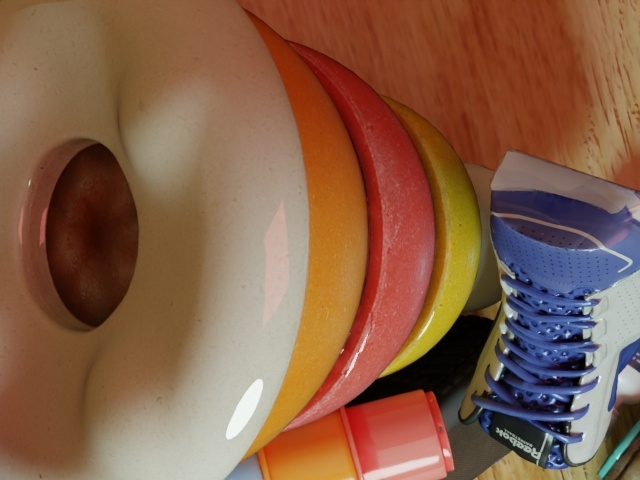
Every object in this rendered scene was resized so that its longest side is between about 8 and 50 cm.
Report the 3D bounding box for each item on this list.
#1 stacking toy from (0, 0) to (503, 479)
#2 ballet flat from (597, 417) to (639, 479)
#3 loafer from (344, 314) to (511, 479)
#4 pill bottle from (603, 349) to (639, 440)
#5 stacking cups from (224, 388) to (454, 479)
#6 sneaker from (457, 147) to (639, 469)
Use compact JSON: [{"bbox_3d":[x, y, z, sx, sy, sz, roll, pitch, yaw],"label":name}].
[{"bbox_3d":[0.000,0.000,1.065,0.480,0.350,0.351,1,97,-46],"label":"stacking toy"},{"bbox_3d":[0.368,0.124,1.330,0.124,0.116,0.342,36,54,11],"label":"ballet flat"},{"bbox_3d":[0.033,0.209,1.177,0.366,0.134,0.130,-37,117,-22],"label":"loafer"},{"bbox_3d":[0.252,0.080,1.309,0.094,0.094,0.169,36,79,-29],"label":"pill bottle"},{"bbox_3d":[-0.069,0.166,1.069,0.316,0.096,0.096,-17,107,-4],"label":"stacking cups"},{"bbox_3d":[0.175,0.066,1.083,0.182,0.127,0.315,-67,161,-9],"label":"sneaker"}]
